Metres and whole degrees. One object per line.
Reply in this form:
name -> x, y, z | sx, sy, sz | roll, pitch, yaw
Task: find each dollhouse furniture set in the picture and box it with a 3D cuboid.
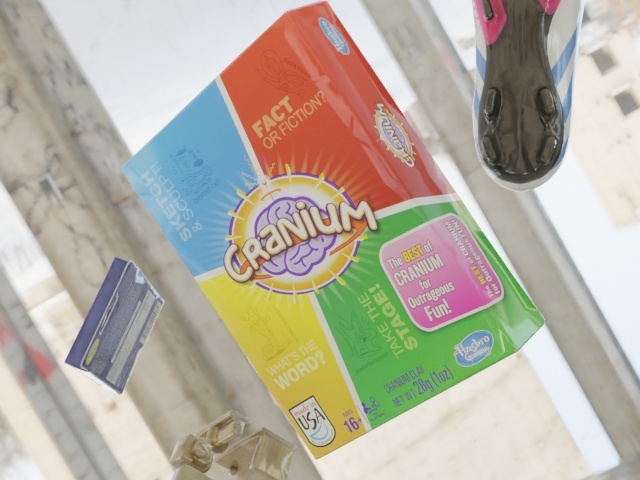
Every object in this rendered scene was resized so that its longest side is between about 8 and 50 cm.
dollhouse furniture set -> -0.137, 0.312, 1.391 | 0.123, 0.144, 0.151 | -37, -153, 43

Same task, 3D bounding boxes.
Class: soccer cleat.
soccer cleat -> 0.206, -0.214, 1.098 | 0.116, 0.331, 0.143 | 6, -178, 13

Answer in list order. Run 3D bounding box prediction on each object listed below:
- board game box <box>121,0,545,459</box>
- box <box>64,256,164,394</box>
board game box -> 0.000, 0.000, 0.921 | 0.242, 0.317, 0.064 | -37, 176, 37
box -> -0.248, 0.104, 1.319 | 0.225, 0.036, 0.136 | 88, 24, -74
